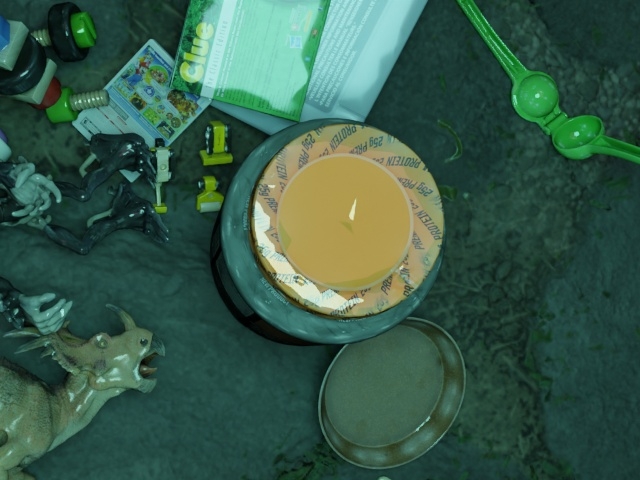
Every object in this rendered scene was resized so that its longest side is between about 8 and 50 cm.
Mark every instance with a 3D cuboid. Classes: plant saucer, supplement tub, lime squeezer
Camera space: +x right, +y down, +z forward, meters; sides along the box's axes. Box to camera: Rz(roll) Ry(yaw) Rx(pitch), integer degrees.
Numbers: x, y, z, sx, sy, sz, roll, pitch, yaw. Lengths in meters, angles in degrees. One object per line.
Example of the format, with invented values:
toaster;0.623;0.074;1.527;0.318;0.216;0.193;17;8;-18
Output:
plant saucer;0.071;0.155;1.083;0.168;0.029;0.168;-6;108;-20
supplement tub;0.000;0.000;0.952;0.194;0.316;0.193;1;84;-9
lime squeezer;0.248;-0.147;1.124;0.059;0.110;0.310;-45;64;6

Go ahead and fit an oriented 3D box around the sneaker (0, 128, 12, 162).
sneaker;-0.457;-0.097;0.977;0.305;0.114;0.152;23;83;-9

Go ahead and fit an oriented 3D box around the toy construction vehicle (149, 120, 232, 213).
toy construction vehicle;-0.134;-0.075;1.067;0.086;0.035;0.098;-9;121;-20

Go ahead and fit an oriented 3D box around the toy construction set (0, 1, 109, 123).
toy construction set;-0.364;-0.224;0.914;0.237;0.309;0.257;-8;94;9

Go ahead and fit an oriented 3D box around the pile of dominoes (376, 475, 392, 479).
pile of dominoes;0.105;0.386;1.095;0.251;0.040;0.196;33;82;-7

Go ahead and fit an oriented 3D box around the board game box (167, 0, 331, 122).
board game box;-0.052;-0.257;1.015;0.136;0.030;0.259;15;99;-8

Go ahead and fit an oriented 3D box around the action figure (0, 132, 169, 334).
action figure;-0.273;-0.011;0.955;0.276;0.141;0.164;-23;131;-32

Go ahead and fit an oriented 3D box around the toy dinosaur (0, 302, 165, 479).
toy dinosaur;-0.311;0.144;0.962;0.296;0.127;0.200;11;83;-32

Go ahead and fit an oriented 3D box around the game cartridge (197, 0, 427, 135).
game cartridge;0.000;-0.246;1.066;0.196;0.060;0.294;26;100;-12

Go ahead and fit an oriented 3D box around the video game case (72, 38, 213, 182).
video game case;-0.181;-0.131;1.061;0.122;0.011;0.087;-43;95;13
